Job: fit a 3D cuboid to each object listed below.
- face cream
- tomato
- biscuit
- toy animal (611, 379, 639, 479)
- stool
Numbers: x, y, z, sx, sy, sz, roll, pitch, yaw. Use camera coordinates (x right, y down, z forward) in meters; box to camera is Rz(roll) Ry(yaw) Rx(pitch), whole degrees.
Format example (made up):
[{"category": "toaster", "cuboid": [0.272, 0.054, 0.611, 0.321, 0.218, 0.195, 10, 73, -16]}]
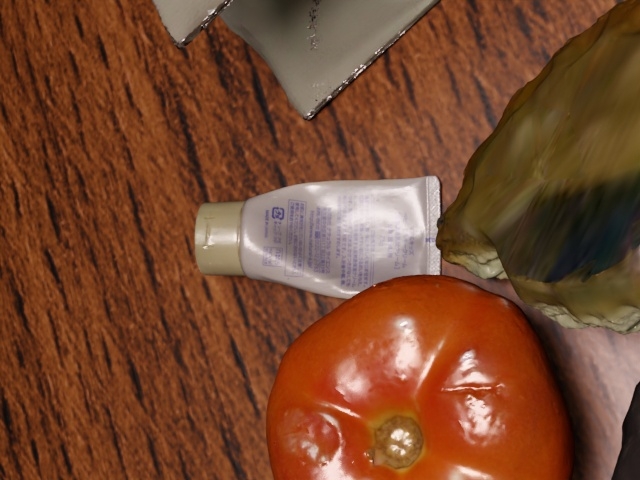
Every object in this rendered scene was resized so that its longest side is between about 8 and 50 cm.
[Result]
[{"category": "face cream", "cuboid": [0.000, 0.000, 1.003, 0.224, 0.070, 0.114, -1, 83, 12]}, {"category": "tomato", "cuboid": [0.085, 0.156, 0.866, 0.259, 0.180, 0.260, -3, 83, 22]}, {"category": "biscuit", "cuboid": [0.204, -0.040, 0.824, 0.335, 0.078, 0.329, -35, 37, 42]}, {"category": "toy animal", "cuboid": [0.271, 0.141, 0.793, 0.106, 0.168, 0.343, 4, 68, 20]}, {"category": "stool", "cuboid": [-0.010, -0.274, 0.934, 0.269, 0.243, 0.170, -42, 68, 14]}]
